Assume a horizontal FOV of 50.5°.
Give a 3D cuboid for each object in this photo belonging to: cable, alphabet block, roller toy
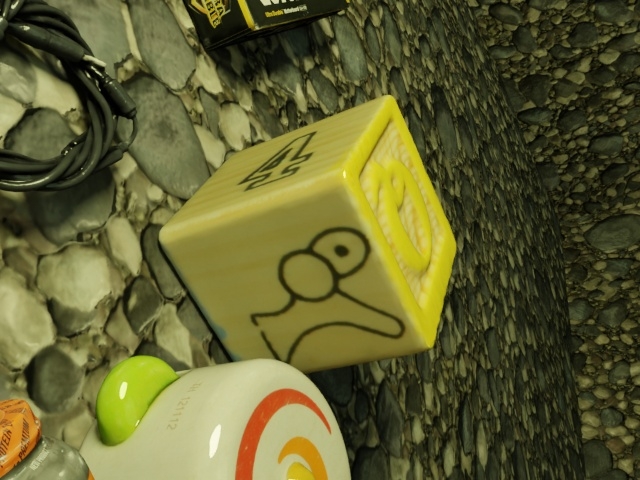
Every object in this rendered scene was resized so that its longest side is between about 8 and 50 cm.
[{"bbox_3d":[-0.209,-0.110,0.490,0.150,0.047,0.184,67,28,-14],"label":"cable"},{"bbox_3d":[0.000,0.000,0.663,0.192,0.197,0.193,62,29,-24],"label":"alphabet block"},{"bbox_3d":[-0.065,0.187,0.496,0.209,0.146,0.191,34,48,-53],"label":"roller toy"}]

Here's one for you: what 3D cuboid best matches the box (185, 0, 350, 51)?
[{"bbox_3d":[-0.088,-0.386,0.835,0.322,0.079,0.257,-46,118,-60],"label":"box"}]

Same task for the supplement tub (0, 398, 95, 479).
[{"bbox_3d":[-0.157,0.189,0.355,0.117,0.117,0.190,-43,114,-60],"label":"supplement tub"}]
